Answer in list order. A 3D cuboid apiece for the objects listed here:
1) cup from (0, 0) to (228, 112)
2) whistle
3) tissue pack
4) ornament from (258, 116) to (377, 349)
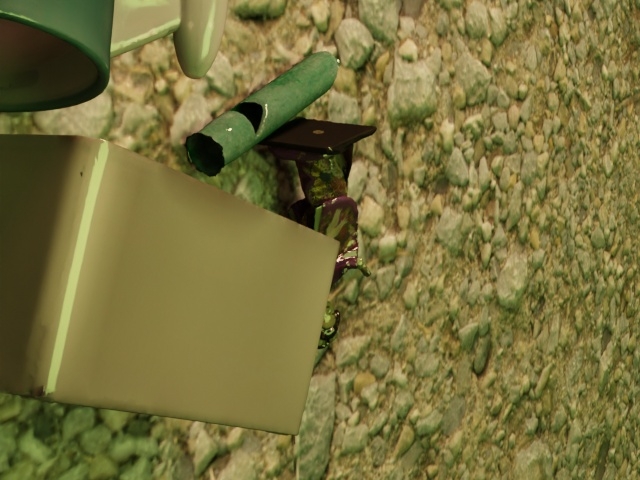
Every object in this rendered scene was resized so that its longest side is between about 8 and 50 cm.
[{"bbox_3d":[-0.182,-0.171,0.544,0.300,0.167,0.173,9,79,-30],"label":"cup"},{"bbox_3d":[-0.041,-0.109,0.869,0.186,0.039,0.039,-42,126,-47],"label":"whistle"},{"bbox_3d":[-0.123,0.035,0.651,0.246,0.159,0.135,23,75,-56],"label":"tissue pack"},{"bbox_3d":[0.007,-0.002,0.910,0.088,0.081,0.203,-26,114,-53],"label":"ornament"}]
